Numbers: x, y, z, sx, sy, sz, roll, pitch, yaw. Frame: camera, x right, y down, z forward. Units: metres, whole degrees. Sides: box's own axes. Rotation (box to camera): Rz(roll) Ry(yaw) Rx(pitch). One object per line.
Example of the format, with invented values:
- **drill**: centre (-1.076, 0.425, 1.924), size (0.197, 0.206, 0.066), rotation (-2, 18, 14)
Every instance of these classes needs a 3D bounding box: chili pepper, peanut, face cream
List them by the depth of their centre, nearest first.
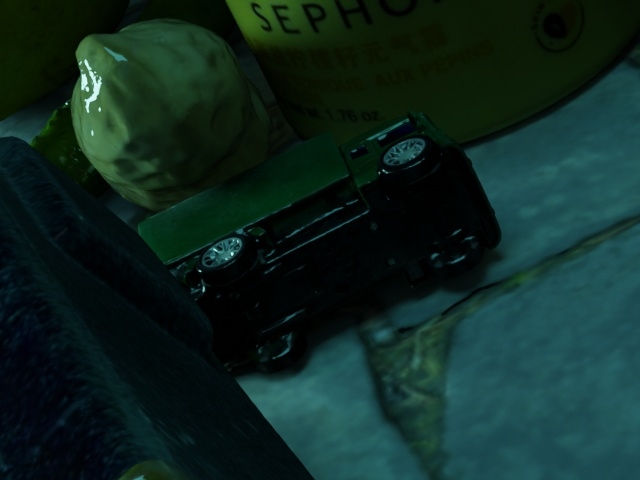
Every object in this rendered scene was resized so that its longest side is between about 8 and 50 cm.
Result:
- **peanut**: centre (-0.073, -0.061, 0.727), size (0.099, 0.099, 0.214), rotation (-29, -7, -3)
- **face cream**: centre (0.045, -0.176, 0.766), size (0.218, 0.179, 0.218), rotation (-19, 33, 13)
- **chili pepper**: centre (-0.102, -0.111, 0.877), size (0.359, 0.076, 0.085), rotation (-56, -1, -42)

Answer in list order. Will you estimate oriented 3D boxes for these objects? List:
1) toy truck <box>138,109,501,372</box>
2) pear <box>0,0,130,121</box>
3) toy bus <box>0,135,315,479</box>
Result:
- **toy truck**: centre (0.000, 0.000, 0.658), size (0.147, 0.065, 0.079), rotation (-26, 29, 4)
- **pear**: centre (-0.240, -0.198, 0.945), size (0.253, 0.253, 0.307), rotation (-7, 26, 28)
- **toy bus**: centre (-0.110, 0.094, 0.478), size (0.194, 0.162, 0.323), rotation (-48, 34, 1)
